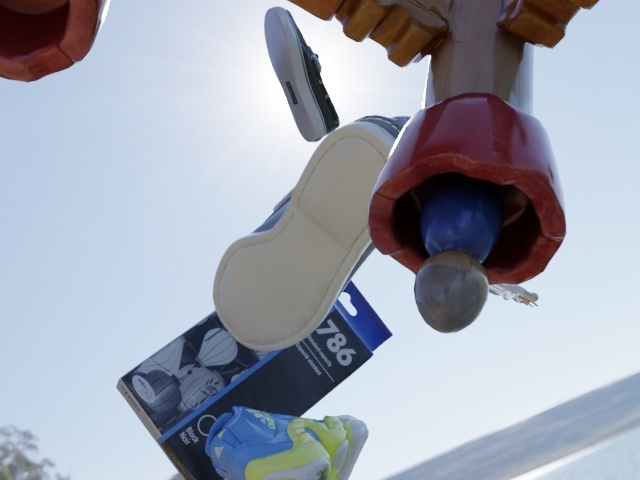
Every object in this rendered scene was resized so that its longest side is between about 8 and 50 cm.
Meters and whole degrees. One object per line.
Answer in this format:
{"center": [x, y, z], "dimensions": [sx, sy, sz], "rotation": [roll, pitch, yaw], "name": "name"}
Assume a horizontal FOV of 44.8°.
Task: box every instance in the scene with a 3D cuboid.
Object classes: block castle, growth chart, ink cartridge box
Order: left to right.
{"center": [-0.062, 0.139, 0.946], "dimensions": [0.332, 0.165, 0.065], "rotation": [-36, -6, -27], "name": "ink cartridge box"}
{"center": [0.304, 0.075, 1.405], "dimensions": [0.021, 0.171, 0.237], "rotation": [-61, -5, -3], "name": "growth chart"}
{"center": [0.057, -0.174, 0.192], "dimensions": [0.302, 0.213, 0.453], "rotation": [25, -38, -15], "name": "block castle"}

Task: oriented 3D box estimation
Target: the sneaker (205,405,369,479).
{"center": [-0.032, 0.194, 0.752], "dimensions": [0.091, 0.126, 0.240], "rotation": [-64, -16, -3], "name": "sneaker"}

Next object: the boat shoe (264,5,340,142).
{"center": [-0.018, -0.172, 0.798], "dimensions": [0.040, 0.142, 0.049], "rotation": [-28, 21, -26], "name": "boat shoe"}

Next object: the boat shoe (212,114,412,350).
{"center": [0.000, 0.000, 0.738], "dimensions": [0.099, 0.116, 0.319], "rotation": [-34, -12, -46], "name": "boat shoe"}
